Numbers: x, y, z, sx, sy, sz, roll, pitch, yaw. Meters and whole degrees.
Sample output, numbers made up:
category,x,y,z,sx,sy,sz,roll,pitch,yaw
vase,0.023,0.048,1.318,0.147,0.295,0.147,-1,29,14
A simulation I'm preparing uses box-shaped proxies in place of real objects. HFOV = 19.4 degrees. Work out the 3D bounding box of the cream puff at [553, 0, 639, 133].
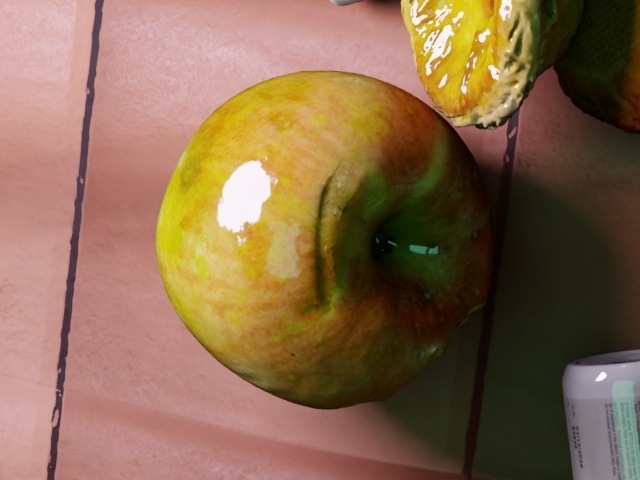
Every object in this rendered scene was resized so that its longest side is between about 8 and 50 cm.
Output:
category,x,y,z,sx,sy,sz,roll,pitch,yaw
cream puff,0.341,-0.255,1.775,0.212,0.303,0.303,-6,90,-23

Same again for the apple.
category,x,y,z,sx,sy,sz,roll,pitch,yaw
apple,0.000,0.000,1.878,0.339,0.339,0.340,2,95,21

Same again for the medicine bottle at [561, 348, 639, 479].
category,x,y,z,sx,sy,sz,roll,pitch,yaw
medicine bottle,0.319,0.222,1.871,0.135,0.135,0.215,-7,92,22

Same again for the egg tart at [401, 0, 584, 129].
category,x,y,z,sx,sy,sz,roll,pitch,yaw
egg tart,0.169,-0.244,1.768,0.116,0.295,0.295,-5,93,-18

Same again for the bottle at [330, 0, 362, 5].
category,x,y,z,sx,sy,sz,roll,pitch,yaw
bottle,0.116,-0.318,1.923,0.245,0.104,0.104,-12,90,22
